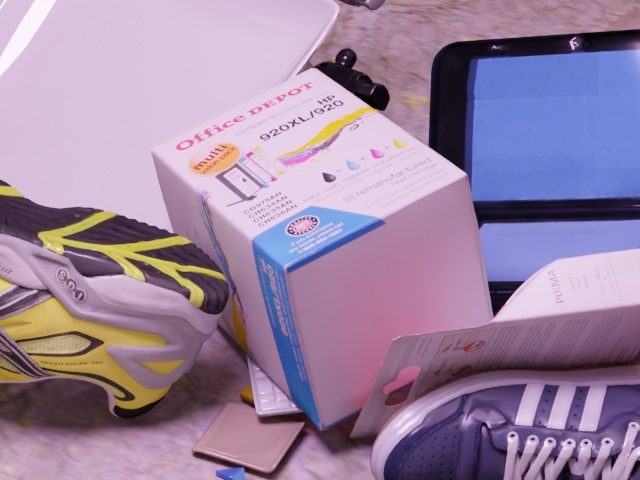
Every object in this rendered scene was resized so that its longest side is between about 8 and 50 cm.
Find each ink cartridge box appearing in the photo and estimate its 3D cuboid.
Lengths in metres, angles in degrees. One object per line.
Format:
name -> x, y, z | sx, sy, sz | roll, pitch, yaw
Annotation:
ink cartridge box -> 0.140, 0.082, 1.431 | 0.224, 0.181, 0.056 | -5, 60, -14
ink cartridge box -> 0.000, 0.000, 1.489 | 0.171, 0.168, 0.232 | -27, 37, -18

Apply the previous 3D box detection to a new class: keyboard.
keyboard -> -0.031, 0.073, 1.568 | 0.072, 0.014, 0.256 | -1, 29, -8

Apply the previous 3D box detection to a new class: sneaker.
sneaker -> -0.270, 0.032, 1.410 | 0.384, 0.147, 0.145 | 20, 19, -8
sneaker -> 0.189, 0.171, 1.375 | 0.282, 0.099, 0.153 | -7, 32, -21

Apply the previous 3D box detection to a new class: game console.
game console -> 0.201, -0.061, 1.597 | 0.293, 0.173, 0.250 | -2, 23, 27

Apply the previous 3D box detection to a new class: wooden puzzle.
wooden puzzle -> -0.056, 0.156, 1.452 | 0.078, 0.014, 0.116 | 15, 34, 25

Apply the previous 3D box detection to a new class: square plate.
square plate -> -0.193, -0.126, 1.689 | 0.347, 0.049, 0.344 | 28, 80, 32

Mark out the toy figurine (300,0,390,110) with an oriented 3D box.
toy figurine -> -0.043, -0.193, 1.815 | 0.148, 0.210, 0.213 | 24, 37, 37
